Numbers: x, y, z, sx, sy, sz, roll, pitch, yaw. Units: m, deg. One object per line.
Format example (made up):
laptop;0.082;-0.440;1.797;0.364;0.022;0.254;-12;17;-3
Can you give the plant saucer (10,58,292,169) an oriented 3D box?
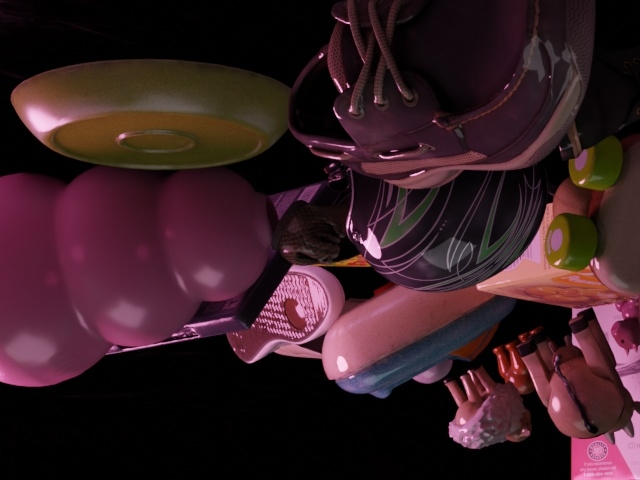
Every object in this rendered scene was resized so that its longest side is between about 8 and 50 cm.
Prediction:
plant saucer;-0.136;-0.097;1.329;0.241;0.037;0.241;-1;168;0

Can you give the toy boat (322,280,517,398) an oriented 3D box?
toy boat;0.131;0.118;2.010;0.268;0.148;0.318;-28;180;-3

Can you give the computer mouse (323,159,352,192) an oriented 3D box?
computer mouse;0.102;-0.059;1.510;0.193;0.042;0.106;3;167;-16

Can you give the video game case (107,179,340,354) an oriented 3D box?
video game case;-0.121;0.032;1.643;0.274;0.196;0.026;-14;123;46

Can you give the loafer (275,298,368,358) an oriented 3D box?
loafer;0.043;0.135;2.308;0.269;0.101;0.092;-2;174;9

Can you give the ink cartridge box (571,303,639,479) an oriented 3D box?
ink cartridge box;0.453;0.193;2.167;0.207;0.283;0.117;-11;161;42

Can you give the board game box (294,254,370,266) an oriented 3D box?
board game box;0.000;0.000;1.791;0.181;0.043;0.092;1;168;-10

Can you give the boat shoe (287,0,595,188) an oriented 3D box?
boat shoe;0.067;-0.105;1.070;0.130;0.132;0.355;3;167;-18

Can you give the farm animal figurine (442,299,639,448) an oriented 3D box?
farm animal figurine;0.355;0.163;1.943;0.330;0.172;0.327;-29;175;32

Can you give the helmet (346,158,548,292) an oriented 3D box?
helmet;0.104;-0.039;1.313;0.169;0.161;0.169;0;168;0

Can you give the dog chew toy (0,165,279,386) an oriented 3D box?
dog chew toy;-0.200;0.018;1.516;0.332;0.206;0.206;-14;165;13

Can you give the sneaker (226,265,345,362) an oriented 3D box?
sneaker;-0.023;0.079;2.110;0.123;0.105;0.290;-24;177;-29

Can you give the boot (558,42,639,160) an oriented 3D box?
boot;0.232;-0.115;1.110;0.137;0.076;0.198;-10;-164;20

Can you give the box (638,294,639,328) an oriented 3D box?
box;0.436;0.094;1.539;0.203;0.167;0.168;4;165;-14

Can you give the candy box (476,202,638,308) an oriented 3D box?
candy box;0.343;0.003;1.713;0.183;0.087;0.316;11;164;-42

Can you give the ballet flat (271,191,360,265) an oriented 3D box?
ballet flat;0.027;-0.008;1.555;0.058;0.084;0.250;28;-168;18

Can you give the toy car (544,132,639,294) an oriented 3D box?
toy car;0.270;-0.043;1.494;0.155;0.148;0.188;11;-167;-20
